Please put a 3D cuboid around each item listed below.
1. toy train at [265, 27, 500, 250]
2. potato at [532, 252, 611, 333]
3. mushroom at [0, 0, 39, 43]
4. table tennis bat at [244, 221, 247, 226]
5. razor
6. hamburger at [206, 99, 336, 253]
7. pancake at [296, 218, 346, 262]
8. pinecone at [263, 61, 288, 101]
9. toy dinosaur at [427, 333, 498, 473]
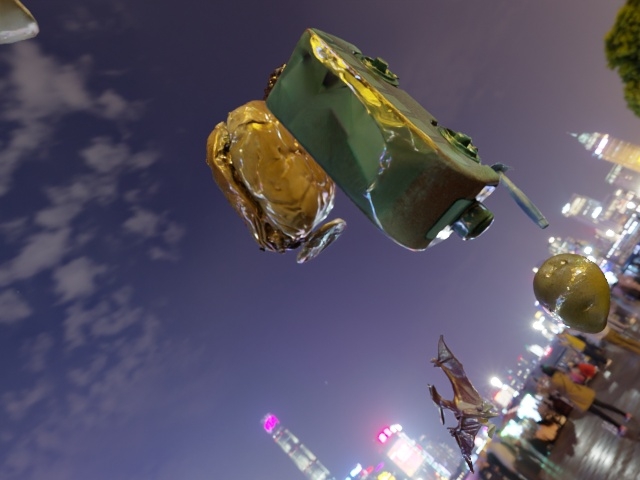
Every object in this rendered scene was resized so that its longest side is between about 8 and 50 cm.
[{"bbox_3d":[0.074,-0.125,0.512,0.159,0.326,0.129,-14,-31,-51],"label":"toy train"},{"bbox_3d":[0.607,0.134,0.990,0.157,0.157,0.194,-44,-76,-19],"label":"potato"},{"bbox_3d":[-0.297,-0.141,0.257,0.202,0.246,0.246,-22,-41,-17],"label":"mushroom"},{"bbox_3d":[-0.133,-0.083,1.000,0.014,0.095,0.158,51,-144,-19],"label":"table tennis bat"},{"bbox_3d":[0.349,-0.076,0.723,0.068,0.135,0.040,-1,-38,-46],"label":"razor"},{"bbox_3d":[-0.076,-0.129,0.814,0.158,0.319,0.318,-25,-22,24],"label":"hamburger"},{"bbox_3d":[0.001,0.001,0.993,0.151,0.025,0.152,-38,-12,-10],"label":"pancake"},{"bbox_3d":[-0.018,-0.343,1.109,0.292,0.246,0.247,30,-84,-15],"label":"pinecone"},{"bbox_3d":[0.193,0.232,0.571,0.032,0.108,0.221,-18,-82,-31],"label":"toy dinosaur"}]
